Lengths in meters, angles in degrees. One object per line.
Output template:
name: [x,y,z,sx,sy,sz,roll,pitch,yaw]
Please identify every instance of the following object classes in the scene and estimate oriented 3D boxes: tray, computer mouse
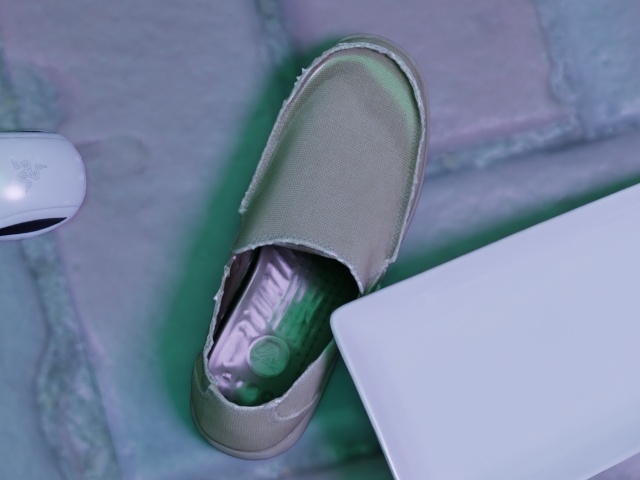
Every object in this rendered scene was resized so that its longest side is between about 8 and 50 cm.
tray: [0.142,0.062,0.753,0.270,0.030,0.145,-21,86,-22]
computer mouse: [-0.237,-0.029,0.766,0.193,0.042,0.106,-13,82,-5]

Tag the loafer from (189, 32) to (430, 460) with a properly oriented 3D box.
loafer: [0.000,0.000,0.752,0.102,0.092,0.268,18,81,-1]
